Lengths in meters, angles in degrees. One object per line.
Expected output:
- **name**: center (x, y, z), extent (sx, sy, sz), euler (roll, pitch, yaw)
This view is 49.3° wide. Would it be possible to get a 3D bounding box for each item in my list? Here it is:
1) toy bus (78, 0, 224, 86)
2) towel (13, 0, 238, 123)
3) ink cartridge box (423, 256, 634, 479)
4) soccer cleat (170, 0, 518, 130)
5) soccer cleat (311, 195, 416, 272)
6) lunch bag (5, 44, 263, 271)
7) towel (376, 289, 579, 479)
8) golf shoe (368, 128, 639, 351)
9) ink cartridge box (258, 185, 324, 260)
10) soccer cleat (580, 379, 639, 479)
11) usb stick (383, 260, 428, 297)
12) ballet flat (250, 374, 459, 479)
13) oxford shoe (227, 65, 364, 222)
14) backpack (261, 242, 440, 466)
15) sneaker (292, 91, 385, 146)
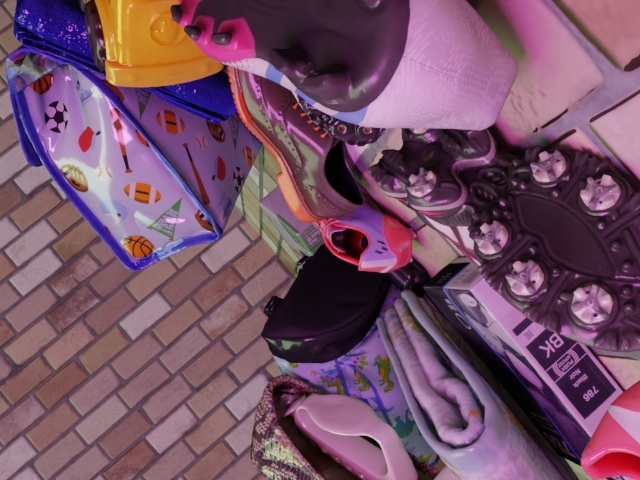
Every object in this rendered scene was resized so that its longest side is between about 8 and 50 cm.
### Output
- **toy bus**: center (-0.196, -0.313, 0.765), extent (0.211, 0.150, 0.220), euler (103, 149, -56)
- **towel**: center (-0.271, -0.273, 0.974), extent (0.308, 0.076, 0.227), euler (21, -157, -32)
- **ink cartridge box**: center (0.256, 0.159, 0.756), extent (0.332, 0.065, 0.165), euler (49, 171, -2)
- **soccer cleat**: center (-0.001, -0.156, 0.498), extent (0.143, 0.116, 0.331), euler (9, -155, -37)
- **soccer cleat**: center (0.027, -0.024, 0.965), extent (0.248, 0.095, 0.083), euler (35, 127, 48)
- **lunch bag**: center (-0.308, -0.200, 1.148), extent (0.385, 0.239, 0.327), euler (57, -156, -28)
- **towel**: center (0.222, 0.239, 0.870), extent (0.320, 0.090, 0.374), euler (45, -171, -18)
- **golf shoe**: center (0.152, -0.010, 0.504), extent (0.120, 0.105, 0.273), euler (36, -172, -40)
- **ink cartridge box**: center (0.000, 0.000, 1.287), extent (0.154, 0.093, 0.212), euler (39, 168, 49)
- **soccer cleat**: center (0.312, 0.195, 0.427), extent (0.318, 0.116, 0.108), euler (40, 167, 50)
- **usb stick**: center (0.062, -0.013, 1.069), extent (0.278, 0.045, 0.077), euler (45, 177, 29)
- **ballet flat**: center (0.090, 0.311, 0.863), extent (0.483, 0.164, 0.181), euler (25, 126, 35)
- **oxford shoe**: center (-0.024, -0.148, 0.869), extent (0.098, 0.097, 0.271), euler (-6, 124, 38)
- **backpack**: center (0.078, 0.215, 1.133), extent (0.274, 0.290, 0.355), euler (8, 123, 22)
- **sneaker**: center (-0.020, -0.188, 0.649), extent (0.237, 0.085, 0.086), euler (47, -162, -6)
